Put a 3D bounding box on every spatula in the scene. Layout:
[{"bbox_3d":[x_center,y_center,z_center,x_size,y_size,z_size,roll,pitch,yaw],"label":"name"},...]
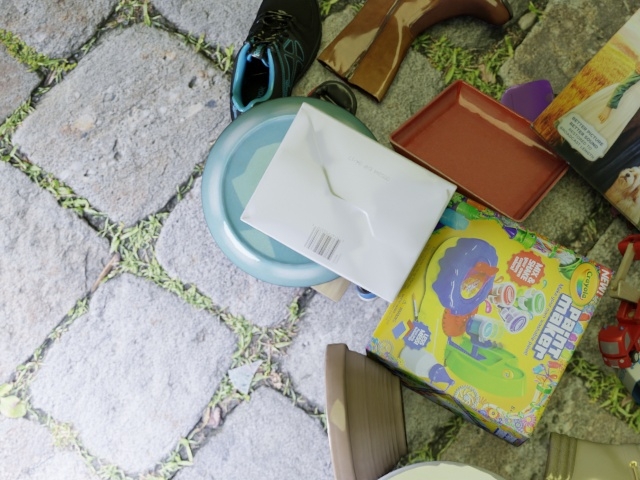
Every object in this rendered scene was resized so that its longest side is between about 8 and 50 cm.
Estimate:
[{"bbox_3d":[0.468,-0.253,1.737,0.297,0.030,0.084,-7,76,3],"label":"spatula"}]

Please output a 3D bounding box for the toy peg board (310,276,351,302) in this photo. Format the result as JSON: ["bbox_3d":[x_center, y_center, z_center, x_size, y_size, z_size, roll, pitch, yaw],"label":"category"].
[{"bbox_3d":[0.000,0.000,1.691,0.161,0.079,0.161,33,80,-2],"label":"toy peg board"}]

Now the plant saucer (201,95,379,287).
[{"bbox_3d":[-0.039,-0.080,1.613,0.318,0.044,0.317,0,92,-2],"label":"plant saucer"}]

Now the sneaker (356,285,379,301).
[{"bbox_3d":[0.122,0.039,1.652,0.152,0.084,0.058,-36,73,-6],"label":"sneaker"}]

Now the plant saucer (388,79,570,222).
[{"bbox_3d":[0.274,-0.144,1.661,0.258,0.047,0.259,35,45,15],"label":"plant saucer"}]

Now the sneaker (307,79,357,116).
[{"bbox_3d":[-0.034,-0.165,1.727,0.097,0.135,0.276,46,105,4],"label":"sneaker"}]

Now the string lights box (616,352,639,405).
[{"bbox_3d":[0.592,0.268,1.519,0.133,0.076,0.259,-30,62,-4],"label":"string lights box"}]

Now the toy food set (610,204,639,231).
[{"bbox_3d":[0.536,-0.053,1.678,0.078,0.019,0.122,-35,81,-5],"label":"toy food set"}]

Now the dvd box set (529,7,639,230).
[{"bbox_3d":[0.587,-0.233,1.558,0.307,0.062,0.420,47,112,12],"label":"dvd box set"}]

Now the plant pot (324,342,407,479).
[{"bbox_3d":[0.073,0.271,1.504,0.110,0.237,0.237,-7,72,6],"label":"plant pot"}]

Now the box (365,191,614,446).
[{"bbox_3d":[0.263,0.128,1.565,0.279,0.177,0.290,27,77,12],"label":"box"}]

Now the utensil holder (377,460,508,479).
[{"bbox_3d":[0.164,0.472,1.358,0.328,0.385,0.327,-2,73,6],"label":"utensil holder"}]

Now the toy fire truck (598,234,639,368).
[{"bbox_3d":[0.485,0.093,1.547,0.047,0.135,0.192,-1,35,46],"label":"toy fire truck"}]

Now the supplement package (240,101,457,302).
[{"bbox_3d":[0.040,-0.056,1.521,0.262,0.145,0.204,29,91,-1],"label":"supplement package"}]

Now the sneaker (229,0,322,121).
[{"bbox_3d":[-0.079,-0.338,1.760,0.125,0.139,0.340,8,72,11],"label":"sneaker"}]

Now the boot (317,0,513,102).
[{"bbox_3d":[0.171,-0.371,1.769,0.264,0.096,0.280,32,79,13],"label":"boot"}]

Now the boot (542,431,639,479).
[{"bbox_3d":[0.430,0.429,1.497,0.204,0.095,0.261,7,72,7],"label":"boot"}]
